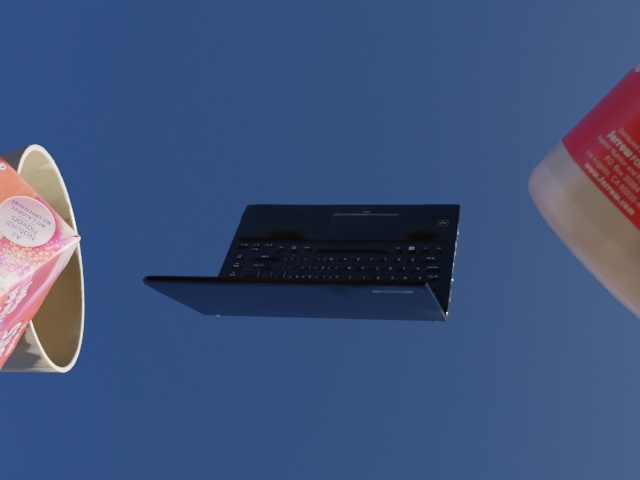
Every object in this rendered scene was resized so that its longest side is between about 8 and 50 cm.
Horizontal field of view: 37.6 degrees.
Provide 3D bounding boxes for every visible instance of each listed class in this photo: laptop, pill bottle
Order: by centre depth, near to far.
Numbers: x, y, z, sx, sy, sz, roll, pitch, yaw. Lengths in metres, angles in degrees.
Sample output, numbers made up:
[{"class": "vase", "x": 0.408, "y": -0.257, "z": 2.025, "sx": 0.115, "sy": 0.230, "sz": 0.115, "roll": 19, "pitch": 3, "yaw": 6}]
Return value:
[{"class": "pill bottle", "x": 0.390, "y": -0.115, "z": 0.772, "sx": 0.229, "sy": 0.229, "sz": 0.407, "roll": 46, "pitch": -71, "yaw": 10}, {"class": "laptop", "x": 0.000, "y": 0.000, "z": 0.861, "sx": 0.234, "sy": 0.264, "sz": 0.136, "roll": 1, "pitch": -51, "yaw": 13}]

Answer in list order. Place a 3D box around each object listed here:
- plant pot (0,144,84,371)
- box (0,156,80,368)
[{"class": "plant pot", "x": -0.434, "y": 0.037, "z": 1.051, "sx": 0.274, "sy": 0.256, "sz": 0.256, "roll": -7, "pitch": -90, "yaw": -1}, {"class": "box", "x": -0.309, "y": 0.049, "z": 0.656, "sx": 0.154, "sy": 0.142, "sz": 0.300, "roll": 47, "pitch": -43, "yaw": 0}]
